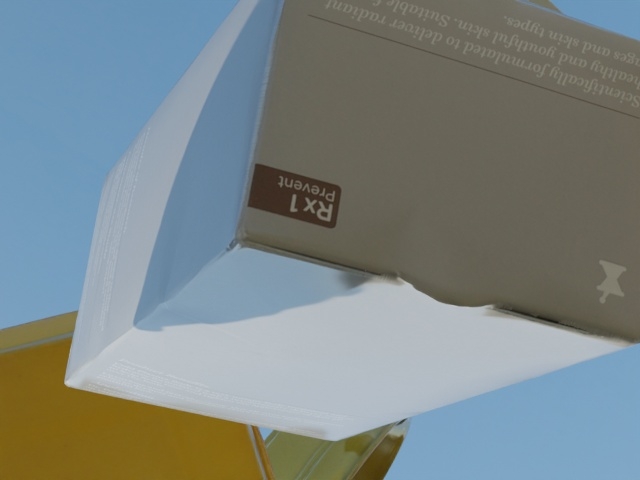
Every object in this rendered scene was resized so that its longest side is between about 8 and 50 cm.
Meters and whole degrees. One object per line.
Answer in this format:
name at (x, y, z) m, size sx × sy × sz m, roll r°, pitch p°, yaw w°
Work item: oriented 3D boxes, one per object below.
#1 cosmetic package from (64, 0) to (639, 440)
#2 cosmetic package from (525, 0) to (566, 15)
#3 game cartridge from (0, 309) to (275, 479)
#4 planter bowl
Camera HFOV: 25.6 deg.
cosmetic package at (0.000, 0.000, 0.487) m, size 0.127 × 0.238 × 0.107 m, roll 16°, pitch -112°, yaw -19°
cosmetic package at (0.073, -0.242, 1.215) m, size 0.309 × 0.160 × 0.113 m, roll 42°, pitch -80°, yaw 1°
game cartridge at (-0.197, 0.186, 1.012) m, size 0.323 × 0.053 × 0.285 m, roll -12°, pitch -62°, yaw 4°
planter bowl at (-0.016, 0.217, 1.226) m, size 0.217 × 0.090 × 0.217 m, roll -52°, pitch -14°, yaw -19°
